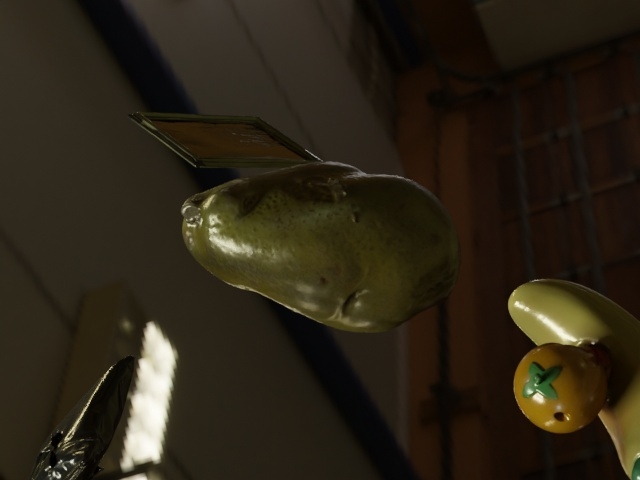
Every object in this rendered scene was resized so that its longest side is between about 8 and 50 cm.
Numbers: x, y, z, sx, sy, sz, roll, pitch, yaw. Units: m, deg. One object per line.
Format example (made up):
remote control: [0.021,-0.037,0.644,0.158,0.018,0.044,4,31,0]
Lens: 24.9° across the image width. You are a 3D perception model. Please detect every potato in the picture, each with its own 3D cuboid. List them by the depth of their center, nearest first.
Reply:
potato: [-0.001,0.003,1.789,0.218,0.351,0.202,-106,27,-83]

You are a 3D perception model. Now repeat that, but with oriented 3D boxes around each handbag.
handbag: [-0.348,0.301,2.028,0.089,0.254,0.211,33,-145,-11]

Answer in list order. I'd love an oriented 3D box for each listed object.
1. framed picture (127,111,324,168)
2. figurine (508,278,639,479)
framed picture: [-0.137,-0.153,2.191,0.252,0.014,0.197,-2,-153,-41]
figurine: [0.327,0.170,1.720,0.222,0.124,0.324,-15,-131,-36]
